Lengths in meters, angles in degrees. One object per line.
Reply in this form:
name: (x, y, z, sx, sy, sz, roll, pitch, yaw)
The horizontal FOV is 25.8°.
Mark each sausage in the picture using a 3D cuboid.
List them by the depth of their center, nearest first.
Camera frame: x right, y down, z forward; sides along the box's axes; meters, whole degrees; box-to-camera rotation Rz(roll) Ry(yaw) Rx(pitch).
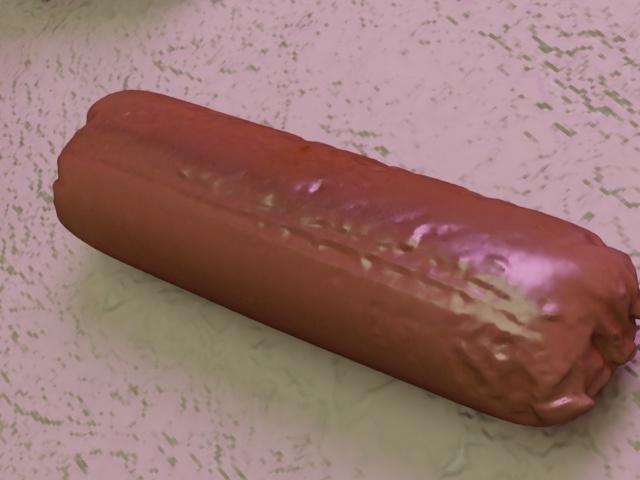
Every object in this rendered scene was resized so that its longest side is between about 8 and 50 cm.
sausage: (0.000, 0.001, 0.607, 0.289, 0.086, 0.086, 20, 78, 29)
